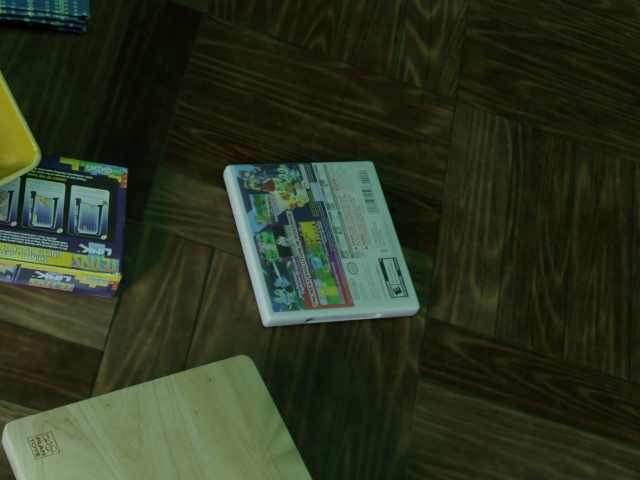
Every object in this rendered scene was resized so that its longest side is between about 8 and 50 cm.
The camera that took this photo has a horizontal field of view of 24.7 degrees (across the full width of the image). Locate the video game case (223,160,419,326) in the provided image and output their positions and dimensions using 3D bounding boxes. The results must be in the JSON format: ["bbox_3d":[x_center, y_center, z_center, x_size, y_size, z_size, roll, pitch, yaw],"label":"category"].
[{"bbox_3d":[0.000,0.000,1.632,0.184,0.023,0.201,-3,59,-24],"label":"video game case"}]

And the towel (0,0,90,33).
[{"bbox_3d":[-0.443,-0.346,1.693,0.336,0.040,0.243,2,55,-23],"label":"towel"}]

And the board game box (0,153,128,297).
[{"bbox_3d":[-0.289,-0.021,1.515,0.170,0.048,0.141,10,56,-15],"label":"board game box"}]

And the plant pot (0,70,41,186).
[{"bbox_3d":[-0.438,-0.115,1.404,0.212,0.187,0.212,-35,108,-36],"label":"plant pot"}]

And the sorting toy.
[{"bbox_3d":[-0.135,0.264,1.352,0.256,0.089,0.257,-14,63,-29],"label":"sorting toy"}]
